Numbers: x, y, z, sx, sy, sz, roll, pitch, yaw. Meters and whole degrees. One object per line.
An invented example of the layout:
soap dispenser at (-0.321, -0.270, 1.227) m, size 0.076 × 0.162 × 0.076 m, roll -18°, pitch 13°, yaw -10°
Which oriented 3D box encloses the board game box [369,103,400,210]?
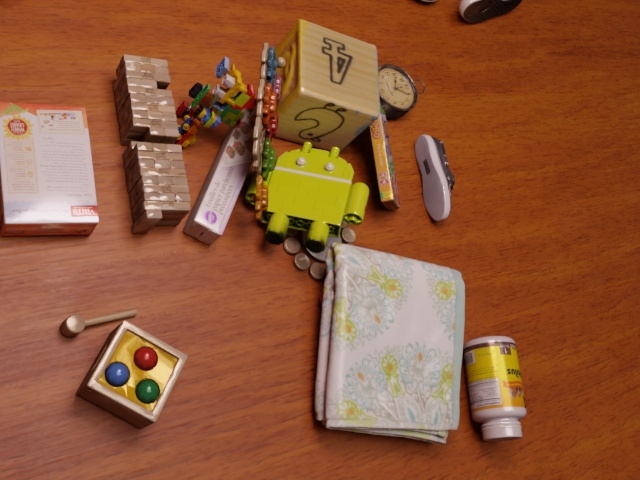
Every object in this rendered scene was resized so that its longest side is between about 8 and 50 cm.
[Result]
board game box at (0.140, -0.205, 1.680) m, size 0.124 × 0.039 × 0.260 m, roll 28°, pitch 50°, yaw -75°

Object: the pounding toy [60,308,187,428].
pounding toy at (-0.337, 0.183, 1.246) m, size 0.206 × 0.094 × 0.181 m, roll 34°, pitch 56°, yaw -16°

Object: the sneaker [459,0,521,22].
sneaker at (0.469, -0.712, 2.141) m, size 0.290 × 0.106 × 0.123 m, roll -24°, pitch 74°, yaw -44°

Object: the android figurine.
android figurine at (-0.024, -0.100, 1.535) m, size 0.248 × 0.056 × 0.273 m, roll 13°, pitch 53°, yaw 6°

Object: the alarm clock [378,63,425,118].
alarm clock at (0.187, -0.369, 1.829) m, size 0.192 × 0.064 × 0.129 m, roll -18°, pitch 79°, yaw -33°

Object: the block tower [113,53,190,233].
block tower at (-0.325, -0.183, 1.416) m, size 0.097 × 0.091 × 0.336 m, roll 0°, pitch 70°, yaw -31°

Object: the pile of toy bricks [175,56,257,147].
pile of toy bricks at (-0.197, -0.262, 1.468) m, size 0.105 × 0.212 × 0.118 m, roll 26°, pitch 43°, yaw -31°

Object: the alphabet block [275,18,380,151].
alphabet block at (-0.002, -0.333, 1.620) m, size 0.197 × 0.192 × 0.194 m, roll 11°, pitch 62°, yaw -27°

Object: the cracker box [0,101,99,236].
cracker box at (-0.488, -0.125, 1.305) m, size 0.155 × 0.067 × 0.232 m, roll -1°, pitch 69°, yaw -31°

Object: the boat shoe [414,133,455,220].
boat shoe at (0.290, -0.152, 1.796) m, size 0.076 × 0.080 × 0.229 m, roll 3°, pitch 60°, yaw -29°

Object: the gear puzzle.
gear puzzle at (-0.101, -0.205, 1.446) m, size 0.044 × 0.175 × 0.339 m, roll 4°, pitch 74°, yaw 1°

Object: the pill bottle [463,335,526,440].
pill bottle at (0.382, 0.324, 1.614) m, size 0.117 × 0.117 × 0.215 m, roll 9°, pitch 66°, yaw -29°

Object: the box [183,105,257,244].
box at (-0.186, -0.144, 1.501) m, size 0.063 × 0.067 × 0.324 m, roll 30°, pitch 56°, yaw -18°

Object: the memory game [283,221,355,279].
memory game at (0.000, 0.000, 1.586) m, size 0.186 × 0.012 × 0.186 m, roll 13°, pitch 63°, yaw -26°

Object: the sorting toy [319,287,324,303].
sorting toy at (0.036, 0.130, 1.539) m, size 0.102 × 0.042 × 0.061 m, roll 47°, pitch 68°, yaw -21°

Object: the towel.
towel at (0.149, 0.211, 1.505) m, size 0.320 × 0.090 × 0.375 m, roll 14°, pitch 71°, yaw -29°
